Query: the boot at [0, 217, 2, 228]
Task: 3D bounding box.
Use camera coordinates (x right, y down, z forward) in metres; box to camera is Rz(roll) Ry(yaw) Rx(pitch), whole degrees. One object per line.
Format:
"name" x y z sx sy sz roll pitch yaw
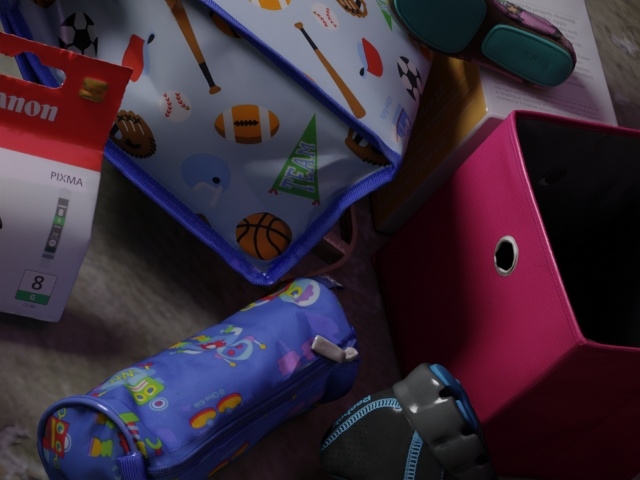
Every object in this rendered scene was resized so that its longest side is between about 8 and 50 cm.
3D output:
"boot" -0.308 0.028 1.321 0.246 0.161 0.083 54 4 -5

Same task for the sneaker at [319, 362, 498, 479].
"sneaker" 0.126 0.278 1.504 0.341 0.140 0.125 61 8 -3

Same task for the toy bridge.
"toy bridge" 0.000 0.000 1.680 0.063 0.026 0.188 36 44 -8

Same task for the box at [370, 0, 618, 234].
"box" 0.158 -0.189 1.800 0.168 0.215 0.345 12 51 -27

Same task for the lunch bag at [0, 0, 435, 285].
"lunch bag" -0.108 -0.197 1.572 0.385 0.239 0.328 41 28 -14

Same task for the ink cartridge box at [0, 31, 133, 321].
"ink cartridge box" -0.265 -0.053 1.401 0.181 0.224 0.056 14 23 -26

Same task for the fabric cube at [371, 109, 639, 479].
"fabric cube" 0.237 0.062 1.633 0.259 0.258 0.254 8 54 -31

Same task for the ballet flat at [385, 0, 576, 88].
"ballet flat" 0.143 -0.208 1.610 0.221 0.077 0.079 20 26 -28

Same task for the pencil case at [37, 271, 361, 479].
"pencil case" -0.088 0.133 1.443 0.306 0.133 0.119 -28 109 -44
